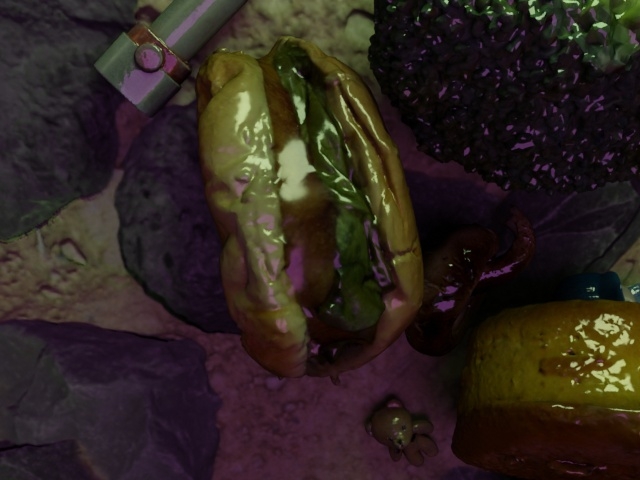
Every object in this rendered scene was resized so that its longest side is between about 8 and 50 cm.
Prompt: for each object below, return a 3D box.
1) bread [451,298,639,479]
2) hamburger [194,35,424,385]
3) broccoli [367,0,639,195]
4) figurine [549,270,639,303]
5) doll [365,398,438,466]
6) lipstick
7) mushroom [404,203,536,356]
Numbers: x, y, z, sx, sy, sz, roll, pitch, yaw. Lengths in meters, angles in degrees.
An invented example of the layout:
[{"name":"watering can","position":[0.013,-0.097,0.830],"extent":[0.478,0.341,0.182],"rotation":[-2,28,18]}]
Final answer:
[{"name":"bread","position":[0.250,0.150,0.556],"extent":[0.268,0.268,0.145],"rotation":[11,65,-11]},{"name":"hamburger","position":[-0.002,0.001,0.502],"extent":[0.162,0.209,0.330],"rotation":[-10,109,-5]},{"name":"broccoli","position":[0.182,-0.155,0.477],"extent":[0.260,0.235,0.288],"rotation":[-36,144,5]},{"name":"figurine","position":[0.318,0.070,0.639],"extent":[0.149,0.087,0.086],"rotation":[3,107,-25]},{"name":"doll","position":[0.095,0.217,0.673],"extent":[0.061,0.051,0.093],"rotation":[-42,136,5]},{"name":"lipstick","position":[-0.104,-0.193,0.509],"extent":[0.063,0.057,0.186],"rotation":[44,94,-13]},{"name":"mushroom","position":[0.137,0.032,0.581],"extent":[0.170,0.135,0.080],"rotation":[-45,69,-5]}]
